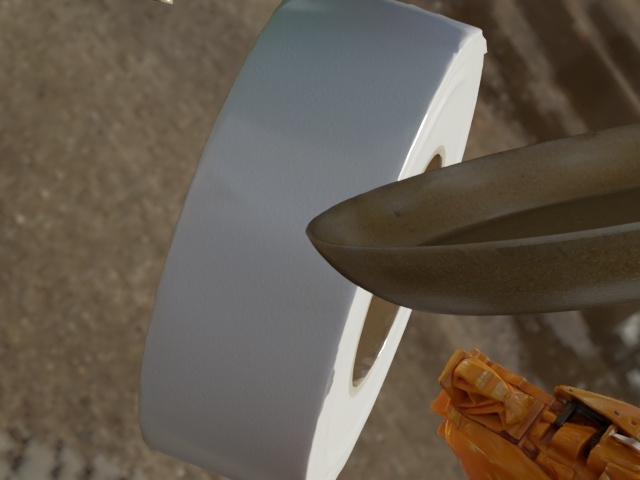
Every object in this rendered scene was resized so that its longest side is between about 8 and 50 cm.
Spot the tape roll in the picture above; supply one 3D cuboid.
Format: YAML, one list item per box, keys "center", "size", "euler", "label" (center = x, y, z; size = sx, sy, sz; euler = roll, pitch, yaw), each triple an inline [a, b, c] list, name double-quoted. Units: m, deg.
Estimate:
- center: [0.000, 0.000, 1.043]
  size: [0.100, 0.286, 0.286]
  euler: [20, 15, 10]
  label: "tape roll"

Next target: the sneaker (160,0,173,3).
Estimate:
- center: [-0.161, -0.215, 1.126]
  size: [0.192, 0.086, 0.064]
  euler: [20, 2, -27]
  label: "sneaker"

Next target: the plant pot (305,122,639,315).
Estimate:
- center: [0.113, -0.012, 0.668]
  size: [0.236, 0.236, 0.032]
  euler: [-39, 118, -72]
  label: "plant pot"

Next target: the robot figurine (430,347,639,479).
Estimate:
- center: [0.149, 0.181, 0.878]
  size: [0.291, 0.211, 0.085]
  euler: [29, -19, 26]
  label: "robot figurine"
